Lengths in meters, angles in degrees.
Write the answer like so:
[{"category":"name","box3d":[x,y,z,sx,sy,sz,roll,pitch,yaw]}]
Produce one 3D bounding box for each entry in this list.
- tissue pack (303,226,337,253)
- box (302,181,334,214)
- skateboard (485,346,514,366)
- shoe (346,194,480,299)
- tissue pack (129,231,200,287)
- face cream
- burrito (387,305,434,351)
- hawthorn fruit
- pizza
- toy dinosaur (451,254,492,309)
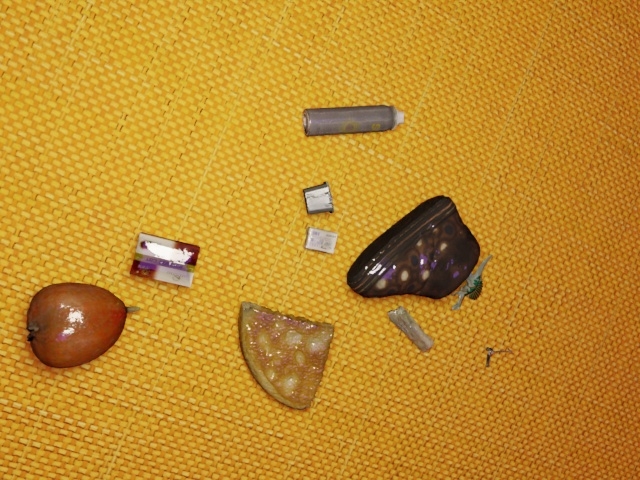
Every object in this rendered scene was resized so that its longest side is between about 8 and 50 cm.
[{"category":"tissue pack","box3d":[0.000,0.000,1.474,0.083,0.042,0.062,11,89,-17]},{"category":"box","box3d":[-0.007,-0.108,1.429,0.069,0.122,0.084,-12,96,-3]},{"category":"skateboard","box3d":[0.551,0.359,1.669,0.083,0.032,0.064,-1,104,-14]},{"category":"shoe","box3d":[0.265,0.068,1.489,0.384,0.171,0.237,-39,99,-18]},{"category":"tissue pack","box3d":[-0.383,0.047,1.337,0.148,0.099,0.106,14,90,-16]},{"category":"face cream","box3d":[0.093,-0.326,1.461,0.283,0.073,0.073,-7,96,-16]},{"category":"burrito","box3d":[0.263,0.255,1.567,0.051,0.042,0.171,-38,100,20]},{"category":"hawthorn fruit","box3d":[-0.548,0.189,1.265,0.251,0.199,0.200,-10,97,-29]},{"category":"pizza","box3d":[-0.119,0.310,1.442,0.268,0.087,0.258,17,93,-16]},{"category":"toy dinosaur","box3d":[0.459,0.131,1.622,0.187,0.044,0.106,-33,116,-24]}]
